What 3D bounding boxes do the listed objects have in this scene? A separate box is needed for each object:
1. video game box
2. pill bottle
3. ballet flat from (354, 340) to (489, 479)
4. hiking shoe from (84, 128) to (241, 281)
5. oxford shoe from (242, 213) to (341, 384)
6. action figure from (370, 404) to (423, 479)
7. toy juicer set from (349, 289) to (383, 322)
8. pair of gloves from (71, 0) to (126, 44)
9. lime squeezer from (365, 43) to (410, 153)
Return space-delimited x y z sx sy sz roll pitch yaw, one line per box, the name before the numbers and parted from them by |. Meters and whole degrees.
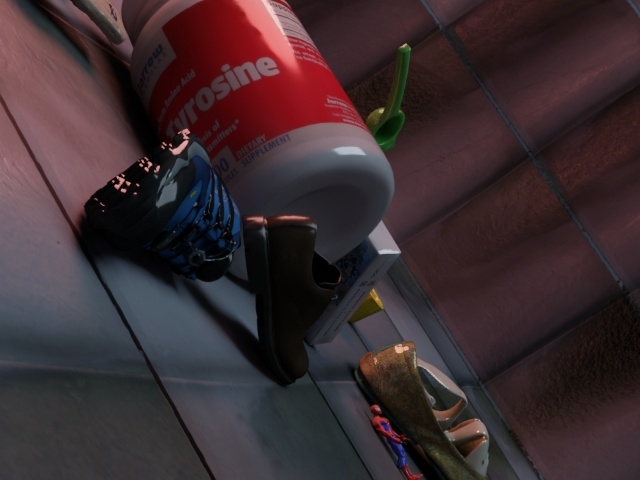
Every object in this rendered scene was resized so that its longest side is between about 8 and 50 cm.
video game box | 0.000 0.000 1.440 0.048 0.187 0.205 -3 51 -37
pill bottle | -0.096 -0.167 1.346 0.407 0.229 0.229 60 8 30
ballet flat | 0.185 0.283 1.642 0.348 0.123 0.123 53 8 -24
hiking shoe | -0.121 -0.023 1.010 0.132 0.113 0.304 55 8 -6
oxford shoe | -0.023 0.067 1.138 0.083 0.096 0.227 -101 -175 -46
action figure | 0.101 0.274 1.490 0.115 0.030 0.038 56 12 12
toy juicer set | -0.001 0.004 1.747 0.209 0.089 0.329 60 9 24
pair of gloves | -0.316 -0.353 1.283 0.204 0.042 0.240 52 9 -51
lime squeezer | 0.062 -0.157 1.360 0.310 0.059 0.110 -12 -89 67
